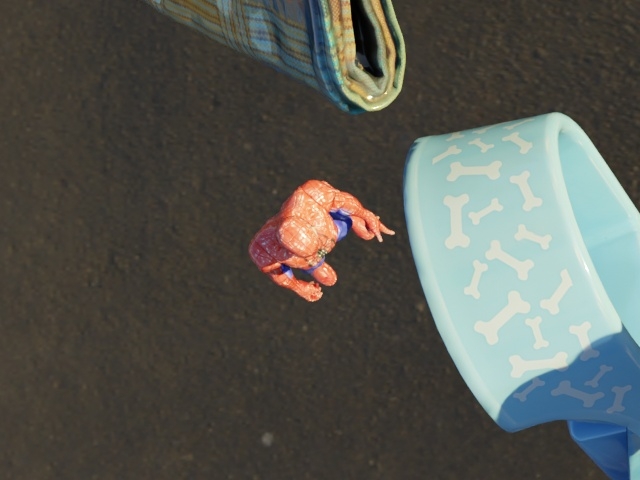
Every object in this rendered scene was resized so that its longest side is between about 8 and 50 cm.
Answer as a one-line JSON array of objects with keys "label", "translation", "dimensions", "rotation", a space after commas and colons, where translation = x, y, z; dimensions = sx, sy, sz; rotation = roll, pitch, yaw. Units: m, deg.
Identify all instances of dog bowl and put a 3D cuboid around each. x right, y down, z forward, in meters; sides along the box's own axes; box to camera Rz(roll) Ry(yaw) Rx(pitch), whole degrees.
[{"label": "dog bowl", "translation": [0.151, 0.048, 0.586], "dimensions": [0.074, 0.297, 0.166], "rotation": [-23, 42, 25]}]

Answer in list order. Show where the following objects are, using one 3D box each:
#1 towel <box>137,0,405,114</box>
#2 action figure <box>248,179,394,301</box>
[{"label": "towel", "translation": [-0.090, -0.225, 0.597], "dimensions": [0.370, 0.040, 0.271], "rotation": [34, 149, 55]}, {"label": "action figure", "translation": [0.000, 0.000, 0.359], "dimensions": [0.038, 0.115, 0.030], "rotation": [-45, 81, 5]}]
